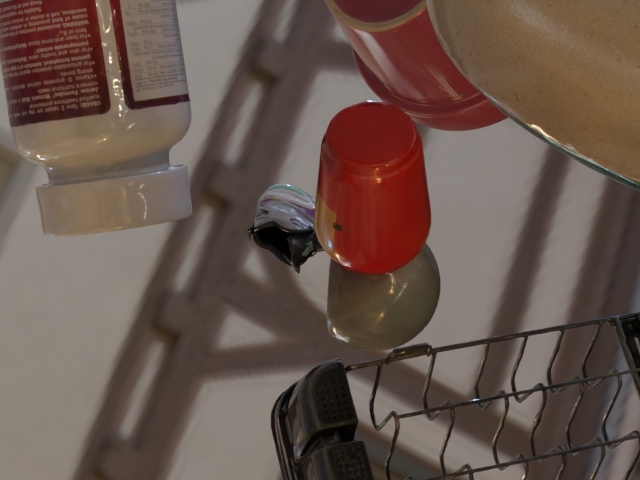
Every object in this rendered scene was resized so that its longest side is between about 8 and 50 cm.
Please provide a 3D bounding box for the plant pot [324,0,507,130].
[{"bbox_3d":[0.096,-0.214,1.535,0.201,0.180,0.201,-8,-107,27],"label":"plant pot"}]

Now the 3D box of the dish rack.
[{"bbox_3d":[0.125,0.141,0.950,0.074,0.271,0.208,106,-29,-64],"label":"dish rack"}]

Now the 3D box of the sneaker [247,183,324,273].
[{"bbox_3d":[0.000,0.000,1.138,0.069,0.098,0.038,-65,160,-52],"label":"sneaker"}]

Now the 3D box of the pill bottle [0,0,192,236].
[{"bbox_3d":[-0.150,-0.118,1.150,0.121,0.121,0.221,5,-77,65],"label":"pill bottle"}]

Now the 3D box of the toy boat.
[{"bbox_3d":[0.119,-0.071,0.895,0.318,0.148,0.267,-35,-123,-22],"label":"toy boat"}]
